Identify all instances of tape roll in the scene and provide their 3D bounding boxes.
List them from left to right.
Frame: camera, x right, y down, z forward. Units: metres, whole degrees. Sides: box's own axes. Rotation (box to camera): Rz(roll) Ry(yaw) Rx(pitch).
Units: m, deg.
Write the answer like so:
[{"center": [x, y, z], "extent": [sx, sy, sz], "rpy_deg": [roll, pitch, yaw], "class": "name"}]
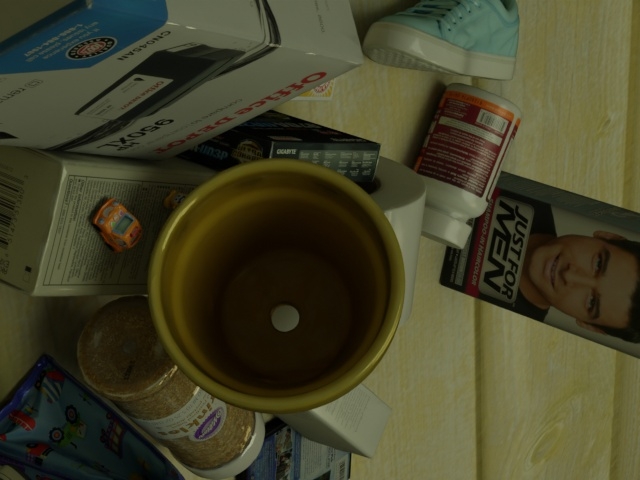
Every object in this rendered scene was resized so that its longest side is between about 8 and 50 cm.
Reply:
[{"center": [0.000, 0.000, 1.822], "extent": [0.246, 0.246, 0.169], "rpy_deg": [-22, 126, -49], "class": "tape roll"}]

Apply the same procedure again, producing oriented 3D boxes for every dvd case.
[{"center": [-0.034, 0.318, 2.148], "extent": [0.253, 0.022, 0.180], "rpy_deg": [-26, 127, -47], "class": "dvd case"}]

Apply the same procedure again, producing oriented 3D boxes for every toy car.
[{"center": [-0.175, -0.031, 1.509], "extent": [0.122, 0.040, 0.060], "rpy_deg": [-41, 136, -37], "class": "toy car"}]

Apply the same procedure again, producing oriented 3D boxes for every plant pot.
[{"center": [-0.040, 0.063, 1.566], "extent": [0.254, 0.254, 0.239], "rpy_deg": [-63, 173, -10], "class": "plant pot"}]

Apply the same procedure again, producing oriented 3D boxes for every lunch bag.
[{"center": [-0.202, 0.282, 1.631], "extent": [0.138, 0.293, 0.221], "rpy_deg": [-52, 143, -26], "class": "lunch bag"}]

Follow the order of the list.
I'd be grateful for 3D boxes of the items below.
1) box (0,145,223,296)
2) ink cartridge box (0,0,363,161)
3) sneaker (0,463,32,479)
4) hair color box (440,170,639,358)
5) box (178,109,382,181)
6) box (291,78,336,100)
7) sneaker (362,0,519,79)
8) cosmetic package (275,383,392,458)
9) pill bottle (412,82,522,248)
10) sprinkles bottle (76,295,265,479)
[{"center": [-0.222, -0.024, 1.595], "extent": [0.311, 0.121, 0.148], "rpy_deg": [4, 103, -56], "class": "box"}, {"center": [-0.190, -0.204, 1.365], "extent": [0.395, 0.285, 0.166], "rpy_deg": [2, 70, -56], "class": "ink cartridge box"}, {"center": [-0.354, 0.300, 1.495], "extent": [0.163, 0.226, 0.086], "rpy_deg": [-49, 117, -23], "class": "sneaker"}, {"center": [0.380, 0.031, 2.271], "extent": [0.113, 0.374, 0.185], "rpy_deg": [-12, 117, -53], "class": "hair color box"}, {"center": [-0.062, -0.112, 1.734], "extent": [0.220, 0.175, 0.051], "rpy_deg": [-4, 110, -54], "class": "box"}, {"center": [-0.072, -0.226, 1.723], "extent": [0.203, 0.103, 0.114], "rpy_deg": [-8, 113, -54], "class": "box"}, {"center": [0.167, -0.302, 2.026], "extent": [0.366, 0.135, 0.150], "rpy_deg": [-7, 105, -64], "class": "sneaker"}, {"center": [-0.010, 0.209, 2.016], "extent": [0.231, 0.117, 0.085], "rpy_deg": [43, 65, -51], "class": "cosmetic package"}, {"center": [0.201, -0.108, 2.170], "extent": [0.121, 0.121, 0.221], "rpy_deg": [26, 85, -57], "class": "pill bottle"}, {"center": [-0.166, 0.178, 1.731], "extent": [0.121, 0.121, 0.355], "rpy_deg": [-60, 157, -14], "class": "sprinkles bottle"}]
